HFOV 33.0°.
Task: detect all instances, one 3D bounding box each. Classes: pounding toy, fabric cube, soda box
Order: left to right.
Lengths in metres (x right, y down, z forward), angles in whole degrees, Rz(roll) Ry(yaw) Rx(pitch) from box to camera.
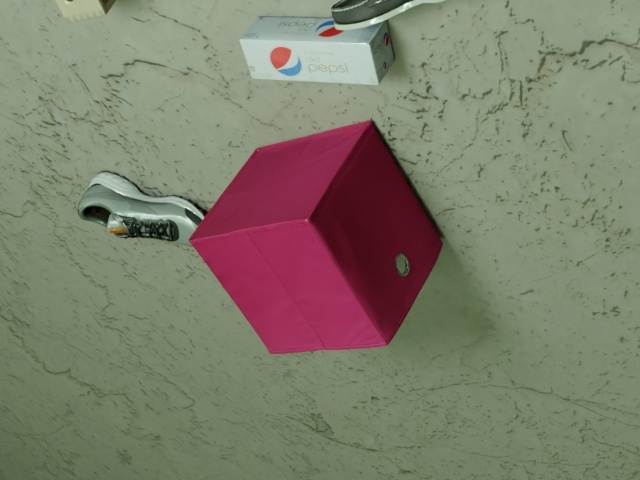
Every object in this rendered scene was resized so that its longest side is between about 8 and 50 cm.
[{"bbox_3d":[-0.374,-0.426,1.636,0.100,0.130,0.141,-7,129,22],"label":"pounding toy"},{"bbox_3d":[-0.006,-0.281,1.587,0.216,0.069,0.073,8,135,27],"label":"soda box"},{"bbox_3d":[0.000,0.000,1.736,0.259,0.254,0.258,-9,125,39],"label":"fabric cube"}]

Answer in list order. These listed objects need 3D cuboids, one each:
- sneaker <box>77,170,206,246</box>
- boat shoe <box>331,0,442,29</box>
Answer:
[{"bbox_3d":[-0.328,-0.035,2.021,0.272,0.108,0.100,18,137,13],"label":"sneaker"},{"bbox_3d":[0.106,-0.345,1.445,0.228,0.081,0.068,-13,121,32],"label":"boat shoe"}]
